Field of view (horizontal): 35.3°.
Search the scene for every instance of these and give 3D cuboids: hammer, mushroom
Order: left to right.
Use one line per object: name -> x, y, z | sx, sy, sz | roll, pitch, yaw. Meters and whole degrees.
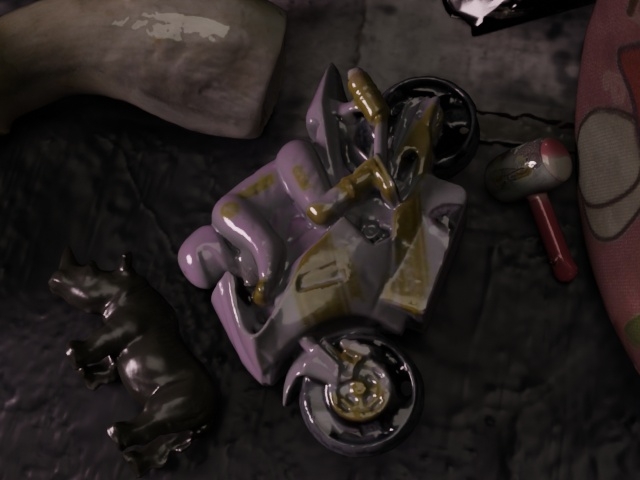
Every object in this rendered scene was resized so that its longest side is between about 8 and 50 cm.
mushroom -> -0.131, -0.109, 0.605 | 0.223, 0.092, 0.081 | -1, 34, 0
hammer -> 0.128, -0.015, 0.577 | 0.031, 0.052, 0.083 | -16, 85, -42

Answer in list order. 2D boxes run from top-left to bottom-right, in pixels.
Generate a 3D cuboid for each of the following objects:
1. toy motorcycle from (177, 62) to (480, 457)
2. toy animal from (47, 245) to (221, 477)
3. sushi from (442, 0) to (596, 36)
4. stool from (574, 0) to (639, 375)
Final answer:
toy motorcycle -> 0.000, 0.000, 0.558 | 0.152, 0.073, 0.225 | 11, 70, 11
toy animal -> -0.108, 0.057, 0.557 | 0.065, 0.047, 0.136 | -30, 68, -14
sushi -> 0.132, -0.252, 0.608 | 0.153, 0.150, 0.172 | -16, 68, -3
stool -> 0.252, -0.040, 0.470 | 0.178, 0.272, 0.272 | -7, 67, -13
